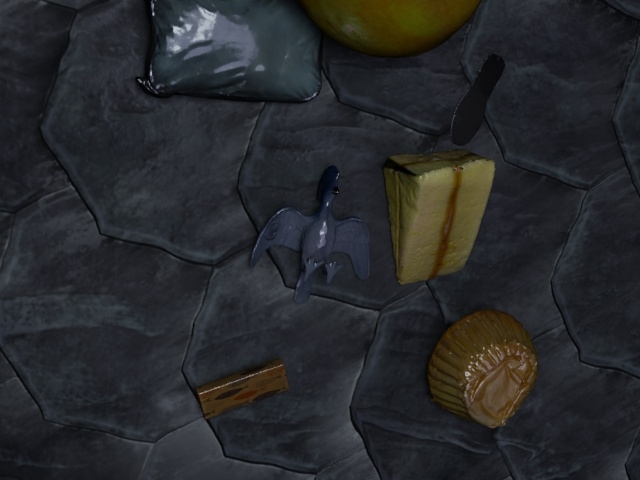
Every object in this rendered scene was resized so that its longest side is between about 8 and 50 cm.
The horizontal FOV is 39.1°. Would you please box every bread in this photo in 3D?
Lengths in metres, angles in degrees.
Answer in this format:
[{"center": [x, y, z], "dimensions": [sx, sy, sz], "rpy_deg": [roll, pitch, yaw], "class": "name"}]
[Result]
[{"center": [0.330, 0.254, 1.792], "dimensions": [0.240, 0.139, 0.240], "rpy_deg": [-5, 103, -20], "class": "bread"}, {"center": [0.231, -0.032, 1.678], "dimensions": [0.168, 0.163, 0.264], "rpy_deg": [-14, 107, -16], "class": "bread"}]

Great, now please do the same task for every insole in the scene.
[{"center": [0.300, -0.270, 1.727], "dimensions": [0.064, 0.004, 0.188], "rpy_deg": [25, 94, -22], "class": "insole"}]

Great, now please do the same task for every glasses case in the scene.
[{"center": [-0.147, 0.275, 1.692], "dimensions": [0.170, 0.041, 0.064], "rpy_deg": [-18, 119, -14], "class": "glasses case"}]

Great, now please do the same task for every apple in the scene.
[{"center": [0.120, -0.488, 1.442], "dimensions": [0.374, 0.374, 0.384], "rpy_deg": [41, 60, -22], "class": "apple"}]

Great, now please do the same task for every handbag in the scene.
[{"center": [-0.146, -0.333, 1.533], "dimensions": [0.332, 0.075, 0.191], "rpy_deg": [-1, 105, -22], "class": "handbag"}]

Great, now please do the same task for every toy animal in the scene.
[{"center": [0.000, 0.000, 1.658], "dimensions": [0.239, 0.176, 0.255], "rpy_deg": [13, 133, -17], "class": "toy animal"}]
